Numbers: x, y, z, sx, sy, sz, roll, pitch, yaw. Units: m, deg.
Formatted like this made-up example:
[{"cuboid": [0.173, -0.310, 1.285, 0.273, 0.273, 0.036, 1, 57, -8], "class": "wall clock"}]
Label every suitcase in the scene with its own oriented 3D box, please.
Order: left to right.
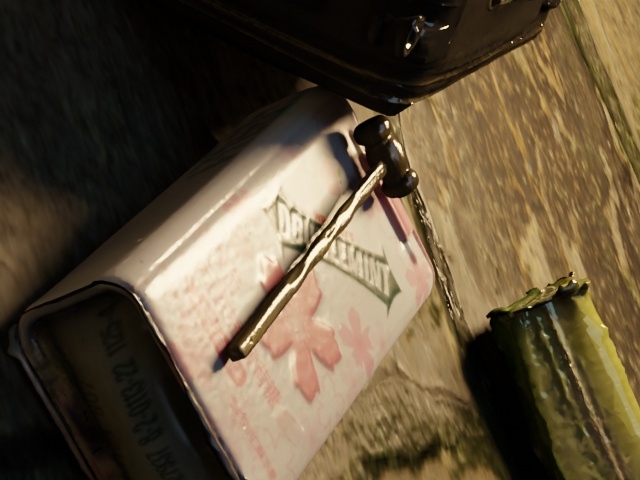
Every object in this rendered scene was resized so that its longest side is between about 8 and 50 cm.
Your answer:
[{"cuboid": [0.042, -0.238, 1.394, 0.283, 0.194, 0.434, 27, 25, 14], "class": "suitcase"}]

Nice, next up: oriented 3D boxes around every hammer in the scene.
[{"cuboid": [0.000, 0.000, 1.194, 0.058, 0.029, 0.292, 59, 32, -14], "class": "hammer"}]

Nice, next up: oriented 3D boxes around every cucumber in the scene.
[{"cuboid": [0.247, 0.189, 1.632, 0.145, 0.105, 0.325, -95, 160, -86], "class": "cucumber"}]

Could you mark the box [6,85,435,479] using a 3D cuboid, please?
[{"cuboid": [-0.051, 0.045, 1.214, 0.190, 0.112, 0.369, 62, 31, -10], "class": "box"}]
